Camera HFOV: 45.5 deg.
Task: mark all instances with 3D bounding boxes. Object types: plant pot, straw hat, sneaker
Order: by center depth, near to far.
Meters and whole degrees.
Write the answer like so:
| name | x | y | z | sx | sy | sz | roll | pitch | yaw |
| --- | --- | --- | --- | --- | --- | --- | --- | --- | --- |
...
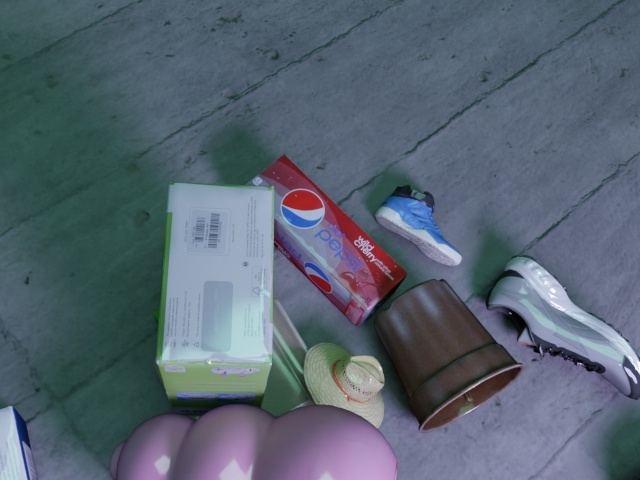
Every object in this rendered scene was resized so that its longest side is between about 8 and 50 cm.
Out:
| name | x | y | z | sx | sy | sz | roll | pitch | yaw |
| --- | --- | --- | --- | --- | --- | --- | --- | --- | --- |
| straw hat | 0.052 | 0.186 | 1.042 | 0.144 | 0.061 | 0.144 | 29 | 38 | -26 |
| plant pot | 0.166 | 0.154 | 1.069 | 0.167 | 0.167 | 0.165 | -23 | 63 | -20 |
| sneaker | 0.366 | 0.146 | 1.148 | 0.271 | 0.100 | 0.108 | 41 | 79 | 13 |
| sneaker | 0.170 | -0.030 | 1.203 | 0.152 | 0.058 | 0.084 | 33 | 72 | 12 |

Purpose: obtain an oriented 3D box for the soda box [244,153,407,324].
| name | x | y | z | sx | sy | sz | roll | pitch | yaw |
| --- | --- | --- | --- | --- | --- | --- | --- | --- | --- |
| soda box | 0.000 | 0.000 | 1.143 | 0.092 | 0.083 | 0.263 | -40 | 79 | -23 |

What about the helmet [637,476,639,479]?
| name | x | y | z | sx | sy | sz | roll | pitch | yaw |
| --- | --- | --- | --- | --- | --- | --- | --- | --- | --- |
| helmet | 0.510 | 0.370 | 1.023 | 0.169 | 0.161 | 0.169 | 4 | 65 | -9 |

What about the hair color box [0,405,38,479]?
| name | x | y | z | sx | sy | sz | roll | pitch | yaw |
| --- | --- | --- | --- | --- | --- | --- | --- | --- | --- |
| hair color box | -0.507 | 0.332 | 0.877 | 0.347 | 0.105 | 0.174 | -14 | 68 | -17 |

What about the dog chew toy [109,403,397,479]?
| name | x | y | z | sx | sy | sz | roll | pitch | yaw |
| --- | --- | --- | --- | --- | --- | --- | --- | --- | --- |
| dog chew toy | -0.082 | 0.282 | 0.885 | 0.332 | 0.206 | 0.206 | 7 | 63 | 9 |

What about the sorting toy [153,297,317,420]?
| name | x | y | z | sx | sy | sz | roll | pitch | yaw |
| --- | --- | --- | --- | --- | --- | --- | --- | --- | --- |
| sorting toy | -0.104 | 0.199 | 1.053 | 0.196 | 0.047 | 0.347 | -27 | 73 | -17 |

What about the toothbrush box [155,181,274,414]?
| name | x | y | z | sx | sy | sz | roll | pitch | yaw |
| --- | --- | --- | --- | --- | --- | --- | --- | --- | --- |
| toothbrush box | -0.121 | 0.084 | 0.918 | 0.122 | 0.283 | 0.206 | 2 | 67 | -5 |
